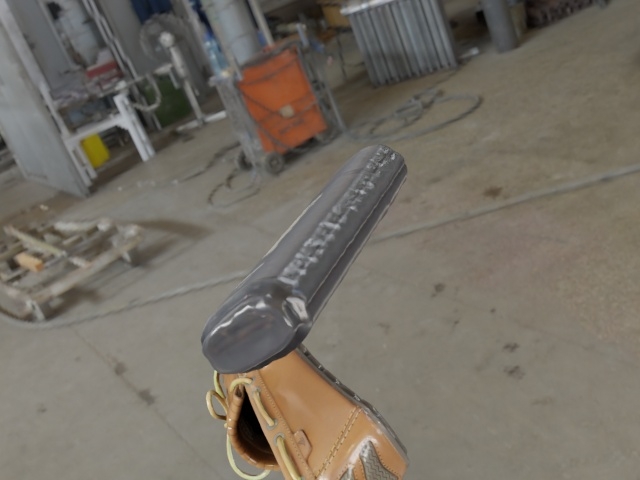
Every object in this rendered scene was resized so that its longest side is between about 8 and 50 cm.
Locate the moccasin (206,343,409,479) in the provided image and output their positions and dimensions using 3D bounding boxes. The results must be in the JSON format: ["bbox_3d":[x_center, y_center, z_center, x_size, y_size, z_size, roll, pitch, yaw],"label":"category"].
[{"bbox_3d":[-0.050,0.191,0.950,0.147,0.139,0.380,-40,32,-11],"label":"moccasin"}]

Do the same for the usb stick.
[{"bbox_3d":[0.000,0.000,0.575,0.077,0.045,0.278,-32,10,27],"label":"usb stick"}]
